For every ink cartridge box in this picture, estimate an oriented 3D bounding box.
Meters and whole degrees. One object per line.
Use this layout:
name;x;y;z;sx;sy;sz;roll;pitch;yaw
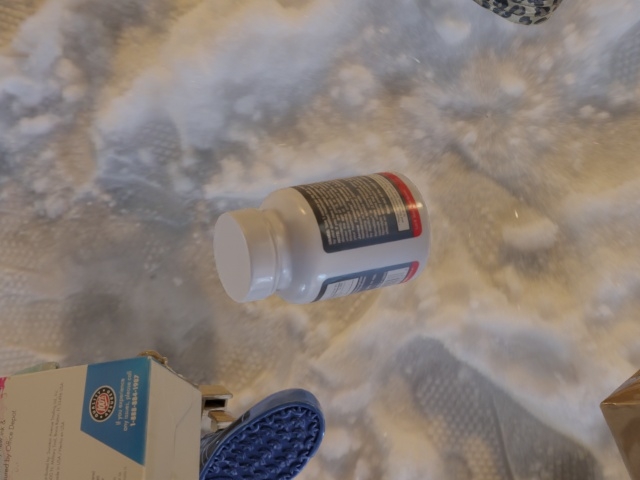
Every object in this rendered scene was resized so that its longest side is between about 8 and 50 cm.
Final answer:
ink cartridge box;-0.198;0.164;0.707;0.230;0.078;0.134;-10;62;19

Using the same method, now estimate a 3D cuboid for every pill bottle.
pill bottle;0.000;0.000;0.982;0.180;0.108;0.108;-10;96;-28

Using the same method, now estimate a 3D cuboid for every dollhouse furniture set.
dollhouse furniture set;-0.162;0.229;1.485;0.160;0.182;0.101;3;104;-35

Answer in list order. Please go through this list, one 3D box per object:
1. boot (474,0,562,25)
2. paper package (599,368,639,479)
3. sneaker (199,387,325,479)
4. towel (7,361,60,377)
boot;0.110;-0.251;0.740;0.236;0.178;0.085;30;65;-7
paper package;0.451;0.208;0.890;0.324;0.168;0.310;-12;107;50
sneaker;-0.081;0.204;1.019;0.081;0.090;0.232;35;115;-20
towel;-0.302;0.297;0.848;0.374;0.090;0.321;-24;61;21
